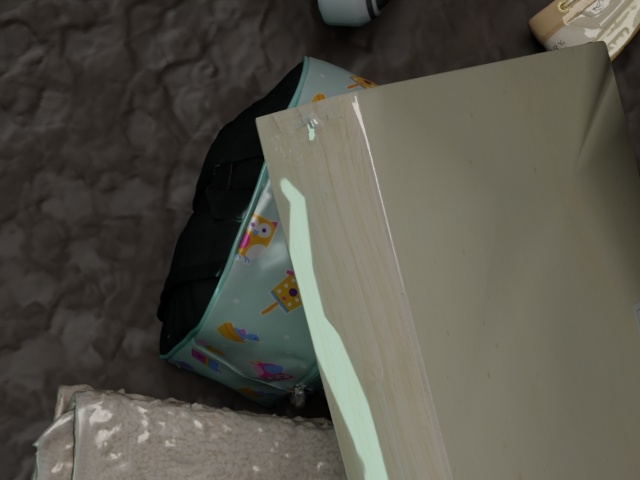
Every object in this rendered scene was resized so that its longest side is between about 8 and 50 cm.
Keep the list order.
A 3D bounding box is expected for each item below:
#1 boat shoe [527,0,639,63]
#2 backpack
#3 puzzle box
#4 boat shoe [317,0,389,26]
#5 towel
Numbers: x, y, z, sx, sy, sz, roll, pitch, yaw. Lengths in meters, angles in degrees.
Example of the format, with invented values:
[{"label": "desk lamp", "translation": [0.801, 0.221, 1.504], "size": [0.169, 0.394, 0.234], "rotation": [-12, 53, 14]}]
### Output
[{"label": "boat shoe", "translation": [0.181, -0.168, 1.064], "size": [0.059, 0.063, 0.170], "rotation": [39, 77, -1]}, {"label": "backpack", "translation": [0.000, 0.000, 0.941], "size": [0.144, 0.188, 0.166], "rotation": [23, 75, 1]}, {"label": "puzzle box", "translation": [0.107, 0.121, 0.849], "size": [0.052, 0.272, 0.409], "rotation": [-13, 93, 30]}, {"label": "boat shoe", "translation": [0.074, -0.255, 1.051], "size": [0.105, 0.113, 0.306], "rotation": [11, 66, 12]}, {"label": "towel", "translation": [-0.013, 0.176, 0.915], "size": [0.282, 0.049, 0.187], "rotation": [8, 94, -19]}]
